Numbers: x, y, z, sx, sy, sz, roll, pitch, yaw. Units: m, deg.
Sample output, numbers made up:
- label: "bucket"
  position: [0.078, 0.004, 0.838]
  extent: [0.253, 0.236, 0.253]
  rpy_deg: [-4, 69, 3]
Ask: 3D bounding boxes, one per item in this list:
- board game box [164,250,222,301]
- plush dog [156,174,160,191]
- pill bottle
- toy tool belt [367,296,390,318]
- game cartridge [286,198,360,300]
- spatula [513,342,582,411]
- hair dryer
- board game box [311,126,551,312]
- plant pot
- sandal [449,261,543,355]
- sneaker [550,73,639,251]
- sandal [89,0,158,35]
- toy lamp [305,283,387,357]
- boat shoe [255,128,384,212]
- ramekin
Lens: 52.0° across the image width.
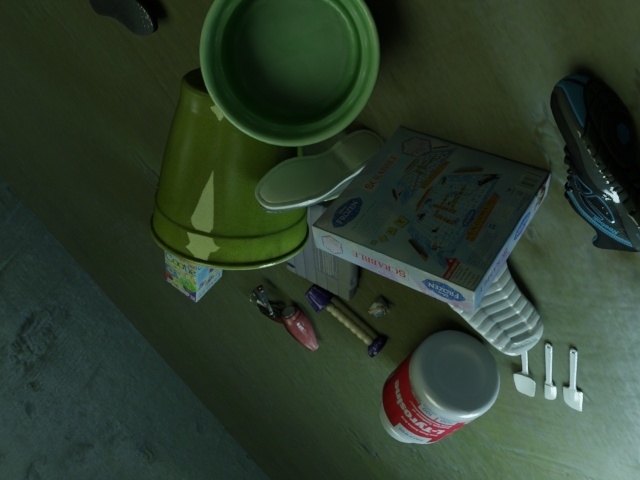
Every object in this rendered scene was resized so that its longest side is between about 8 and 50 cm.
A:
- label: "board game box"
  position: [-0.421, 0.060, 2.192]
  extent: [0.142, 0.144, 0.275]
  rpy_deg: [35, 148, 10]
- label: "plush dog"
  position: [-0.340, -0.134, 1.867]
  extent: [0.263, 0.210, 0.225]
  rpy_deg: [-16, 107, 22]
- label: "pill bottle"
  position: [0.299, 0.418, 1.781]
  extent: [0.229, 0.229, 0.407]
  rpy_deg: [36, 149, 8]
- label: "toy tool belt"
  position: [0.162, 0.196, 1.820]
  extent: [0.051, 0.052, 0.083]
  rpy_deg: [45, 151, 9]
- label: "game cartridge"
  position: [0.000, 0.000, 1.744]
  extent: [0.230, 0.068, 0.355]
  rpy_deg: [23, 145, 20]
- label: "spatula"
  position: [0.549, 0.321, 1.590]
  extent: [0.168, 0.019, 0.242]
  rpy_deg: [17, 142, 35]
- label: "hair dryer"
  position: [-0.113, 0.256, 2.203]
  extent: [0.293, 0.080, 0.223]
  rpy_deg: [44, 165, 4]
- label: "board game box"
  position: [0.204, -0.055, 1.198]
  extent: [0.318, 0.318, 0.065]
  rpy_deg: [24, 145, 28]
- label: "plant pot"
  position: [-0.187, -0.181, 1.436]
  extent: [0.367, 0.366, 0.352]
  rpy_deg: [24, 124, 25]
- label: "sandal"
  position: [0.335, 0.090, 1.433]
  extent: [0.416, 0.169, 0.102]
  rpy_deg: [55, 179, -21]
- label: "sneaker"
  position: [0.442, -0.107, 1.062]
  extent: [0.140, 0.125, 0.340]
  rpy_deg: [-5, 125, 56]
- label: "sandal"
  position: [-0.463, -0.560, 1.550]
  extent: [0.255, 0.054, 0.097]
  rpy_deg: [33, 142, 31]
- label: "toy lamp"
  position: [0.070, 0.234, 1.942]
  extent: [0.275, 0.080, 0.080]
  rpy_deg: [42, 149, 0]
- label: "boat shoe"
  position: [0.000, -0.127, 1.351]
  extent: [0.109, 0.305, 0.091]
  rpy_deg: [53, 155, 17]
- label: "ramekin"
  position: [-0.049, -0.328, 1.159]
  extent: [0.304, 0.148, 0.303]
  rpy_deg: [1, 108, 2]
